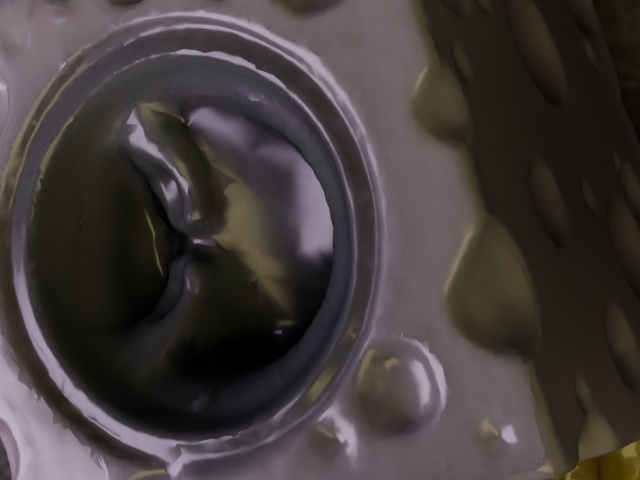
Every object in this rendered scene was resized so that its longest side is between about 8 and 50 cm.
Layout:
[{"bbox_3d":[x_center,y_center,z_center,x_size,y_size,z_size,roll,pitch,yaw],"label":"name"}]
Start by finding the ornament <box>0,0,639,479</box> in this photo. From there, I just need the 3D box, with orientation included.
[{"bbox_3d":[0.000,0.000,0.672,0.239,0.240,0.240,-20,81,27],"label":"ornament"}]

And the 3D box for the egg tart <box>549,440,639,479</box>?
[{"bbox_3d":[0.270,0.113,0.811,0.345,0.132,0.345,6,123,9],"label":"egg tart"}]
